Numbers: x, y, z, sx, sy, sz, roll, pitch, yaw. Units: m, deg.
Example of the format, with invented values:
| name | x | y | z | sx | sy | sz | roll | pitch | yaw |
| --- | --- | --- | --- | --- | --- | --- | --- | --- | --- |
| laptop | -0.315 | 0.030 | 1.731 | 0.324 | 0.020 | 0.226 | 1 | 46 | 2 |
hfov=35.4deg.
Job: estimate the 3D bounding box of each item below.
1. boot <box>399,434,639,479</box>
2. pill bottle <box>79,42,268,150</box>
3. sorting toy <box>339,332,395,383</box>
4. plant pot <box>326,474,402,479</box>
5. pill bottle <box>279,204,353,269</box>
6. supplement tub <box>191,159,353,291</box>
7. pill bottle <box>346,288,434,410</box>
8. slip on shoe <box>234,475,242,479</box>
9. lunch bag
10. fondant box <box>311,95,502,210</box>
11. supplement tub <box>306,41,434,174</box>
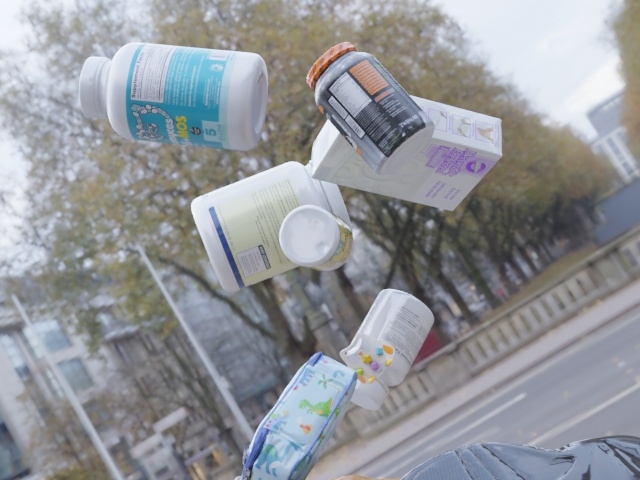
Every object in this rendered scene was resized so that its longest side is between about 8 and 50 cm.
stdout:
| name | x | y | z | sx | sy | sz | roll | pitch | yaw |
| --- | --- | --- | --- | --- | --- | --- | --- | --- | --- |
| boot | 0.238 | 0.379 | 1.179 | 0.377 | 0.138 | 0.284 | -3 | -61 | -28 |
| pill bottle | -0.219 | -0.217 | 1.496 | 0.264 | 0.146 | 0.146 | 6 | -3 | 7 |
| sorting toy | 0.075 | 0.196 | 1.697 | 0.083 | 0.075 | 0.045 | -48 | 13 | 5 |
| plant pot | 0.112 | 0.495 | 1.568 | 0.203 | 0.291 | 0.291 | -30 | -5 | 37 |
| pill bottle | 0.000 | 0.000 | 1.962 | 0.117 | 0.117 | 0.208 | -32 | -12 | 8 |
| supplement tub | -0.111 | -0.042 | 2.313 | 0.325 | 0.235 | 0.235 | -21 | -8 | -4 |
| pill bottle | 0.129 | 0.226 | 2.057 | 0.229 | 0.131 | 0.131 | -59 | 4 | -23 |
| slip on shoe | -0.115 | 0.523 | 2.046 | 0.051 | 0.135 | 0.041 | -100 | 28 | -76 |
| lunch bag | -0.034 | 0.287 | 1.469 | 0.219 | 0.090 | 0.176 | -54 | -16 | -38 |
| fondant box | 0.173 | -0.187 | 2.058 | 0.330 | 0.096 | 0.238 | 11 | -30 | -15 |
| supplement tub | 0.072 | -0.202 | 1.515 | 0.117 | 0.190 | 0.117 | -37 | -14 | -11 |
